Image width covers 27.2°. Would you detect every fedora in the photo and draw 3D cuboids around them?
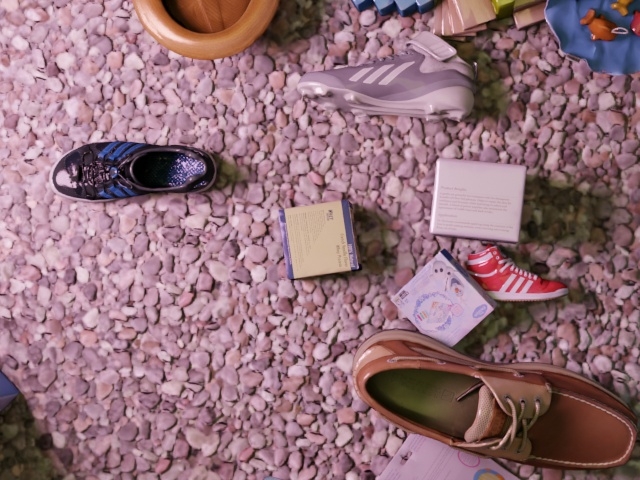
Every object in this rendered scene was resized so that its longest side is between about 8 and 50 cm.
[{"bbox_3d":[-0.128,-0.298,1.550,0.194,0.079,0.194,-1,81,7],"label":"fedora"}]

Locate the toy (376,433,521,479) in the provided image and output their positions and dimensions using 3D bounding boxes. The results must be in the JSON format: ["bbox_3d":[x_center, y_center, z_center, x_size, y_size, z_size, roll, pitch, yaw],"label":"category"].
[{"bbox_3d":[0.179,0.317,1.487,0.237,0.137,0.056,31,133,12],"label":"toy"}]

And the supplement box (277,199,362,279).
[{"bbox_3d":[0.000,0.000,1.535,0.083,0.056,0.083,-9,87,6],"label":"supplement box"}]

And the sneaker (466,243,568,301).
[{"bbox_3d":[0.225,0.036,1.518,0.118,0.042,0.067,-1,91,8],"label":"sneaker"}]

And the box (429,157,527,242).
[{"bbox_3d":[0.178,-0.044,1.497,0.101,0.102,0.087,6,90,7],"label":"box"}]

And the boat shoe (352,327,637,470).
[{"bbox_3d":[0.187,0.193,1.465,0.324,0.120,0.122,13,102,5],"label":"boat shoe"}]

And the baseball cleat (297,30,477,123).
[{"bbox_3d":[0.079,-0.193,1.539,0.206,0.072,0.109,9,75,2],"label":"baseball cleat"}]

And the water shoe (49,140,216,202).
[{"bbox_3d":[-0.226,-0.087,1.550,0.203,0.080,0.073,-5,87,6],"label":"water shoe"}]

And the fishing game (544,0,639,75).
[{"bbox_3d":[0.335,-0.277,1.478,0.264,0.041,0.189,27,89,-18],"label":"fishing game"}]

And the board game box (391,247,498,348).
[{"bbox_3d":[0.142,0.071,1.518,0.090,0.020,0.090,48,119,6],"label":"board game box"}]

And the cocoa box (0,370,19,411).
[{"bbox_3d":[-0.527,0.173,1.434,0.228,0.347,0.231,-45,84,2],"label":"cocoa box"}]

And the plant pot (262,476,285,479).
[{"bbox_3d":[-0.031,0.407,1.430,0.271,0.271,0.255,25,75,6],"label":"plant pot"}]

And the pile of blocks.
[{"bbox_3d":[0.125,-0.314,1.509,0.362,0.112,0.149,6,88,6],"label":"pile of blocks"}]
